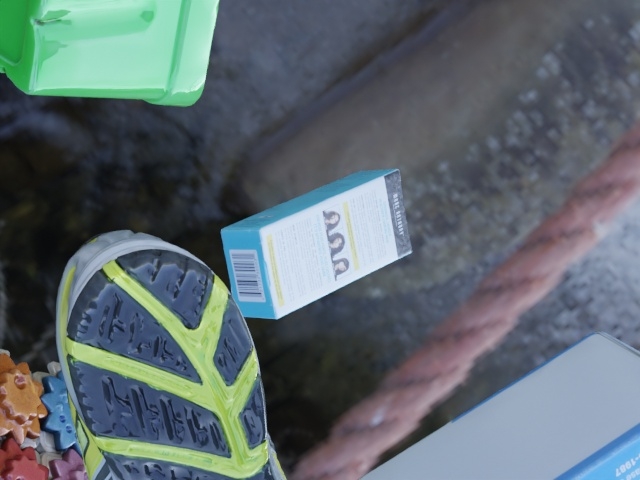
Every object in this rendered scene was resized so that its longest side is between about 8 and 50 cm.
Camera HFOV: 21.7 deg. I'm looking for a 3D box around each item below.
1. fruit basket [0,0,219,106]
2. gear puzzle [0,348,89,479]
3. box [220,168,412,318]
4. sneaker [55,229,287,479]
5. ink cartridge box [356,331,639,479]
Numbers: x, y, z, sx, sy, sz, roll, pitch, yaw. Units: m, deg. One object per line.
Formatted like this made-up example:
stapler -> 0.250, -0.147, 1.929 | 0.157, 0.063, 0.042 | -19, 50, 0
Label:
fruit basket -> -0.159, -0.327, 1.407 | 0.392, 0.283, 0.392 | -39, 147, -32
gear puzzle -> -0.299, 0.164, 1.455 | 0.044, 0.175, 0.339 | -24, 154, 31
box -> 0.000, 0.000, 1.820 | 0.244, 0.060, 0.100 | -24, 109, -47
sneaker -> -0.079, 0.166, 1.104 | 0.145, 0.147, 0.385 | -13, 111, -12
ink cartridge box -> 0.169, 0.252, 1.065 | 0.223, 0.129, 0.307 | -31, 115, -15
